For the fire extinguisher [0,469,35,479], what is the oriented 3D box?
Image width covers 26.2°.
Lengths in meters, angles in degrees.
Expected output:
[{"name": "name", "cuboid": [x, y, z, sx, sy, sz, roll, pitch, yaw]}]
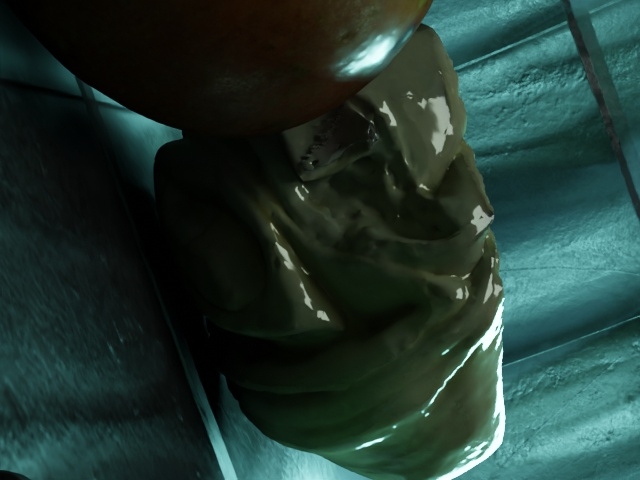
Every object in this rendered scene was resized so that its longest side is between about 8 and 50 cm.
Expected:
[{"name": "fire extinguisher", "cuboid": [-0.096, 0.092, 0.470, 0.028, 0.022, 0.083, 40, -5, 17]}]

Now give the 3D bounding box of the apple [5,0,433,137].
[{"name": "apple", "cuboid": [-0.049, -0.182, 0.723, 0.253, 0.254, 0.253, -20, 90, -86]}]

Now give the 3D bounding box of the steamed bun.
[{"name": "steamed bun", "cuboid": [0.000, 0.000, 0.914, 0.275, 0.206, 0.320, 90, -15, -55]}]
